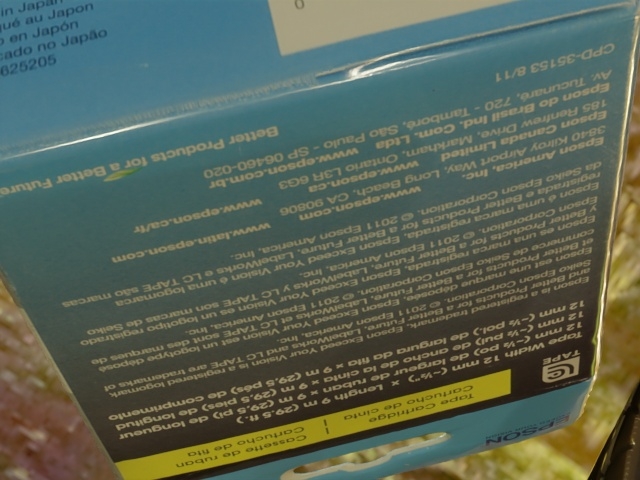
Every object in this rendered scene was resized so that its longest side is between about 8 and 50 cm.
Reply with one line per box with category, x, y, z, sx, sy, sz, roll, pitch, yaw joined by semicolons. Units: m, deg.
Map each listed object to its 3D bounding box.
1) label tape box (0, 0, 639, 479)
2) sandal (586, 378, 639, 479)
label tape box;0.000;0.000;0.623;0.347;0.249;0.115;78;-2;-58
sandal;0.082;0.116;0.361;0.060;0.219;0.090;27;-37;9
